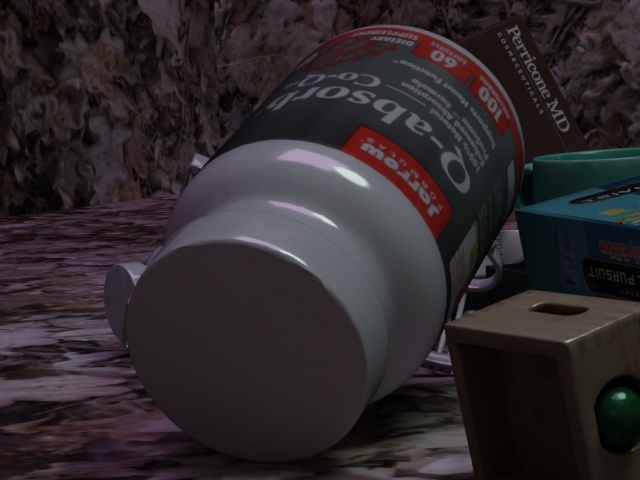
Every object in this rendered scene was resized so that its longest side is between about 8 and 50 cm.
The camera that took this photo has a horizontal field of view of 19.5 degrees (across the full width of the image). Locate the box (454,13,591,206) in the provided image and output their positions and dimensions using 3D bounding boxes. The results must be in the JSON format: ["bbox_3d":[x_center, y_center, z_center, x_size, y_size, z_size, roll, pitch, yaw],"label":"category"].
[{"bbox_3d":[0.089,-0.077,1.958,0.381,0.191,0.143,-28,0,-36],"label":"box"}]

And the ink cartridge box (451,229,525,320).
[{"bbox_3d":[0.199,0.035,1.812,0.225,0.056,0.181,0,-16,9],"label":"ink cartridge box"}]

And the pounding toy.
[{"bbox_3d":[0.165,0.101,1.091,0.100,0.130,0.141,-20,14,-32],"label":"pounding toy"}]

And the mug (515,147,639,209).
[{"bbox_3d":[0.248,-0.028,1.629,0.129,0.097,0.158,-5,5,-8],"label":"mug"}]

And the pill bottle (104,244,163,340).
[{"bbox_3d":[-0.109,0.051,1.785,0.184,0.103,0.103,-6,6,-31],"label":"pill bottle"}]

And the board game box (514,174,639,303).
[{"bbox_3d":[0.334,-0.006,1.373,0.254,0.079,0.336,-15,9,-18],"label":"board game box"}]

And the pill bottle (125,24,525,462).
[{"bbox_3d":[0.010,-0.004,1.361,0.210,0.210,0.363,0,26,21],"label":"pill bottle"}]

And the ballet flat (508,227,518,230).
[{"bbox_3d":[0.250,0.019,2.073,0.280,0.095,0.096,-4,-7,-17],"label":"ballet flat"}]

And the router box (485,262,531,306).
[{"bbox_3d":[0.318,0.061,1.606,0.243,0.081,0.309,-5,6,-20],"label":"router box"}]

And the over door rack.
[{"bbox_3d":[0.000,0.000,1.653,0.324,0.108,0.239,4,37,12],"label":"over door rack"}]
